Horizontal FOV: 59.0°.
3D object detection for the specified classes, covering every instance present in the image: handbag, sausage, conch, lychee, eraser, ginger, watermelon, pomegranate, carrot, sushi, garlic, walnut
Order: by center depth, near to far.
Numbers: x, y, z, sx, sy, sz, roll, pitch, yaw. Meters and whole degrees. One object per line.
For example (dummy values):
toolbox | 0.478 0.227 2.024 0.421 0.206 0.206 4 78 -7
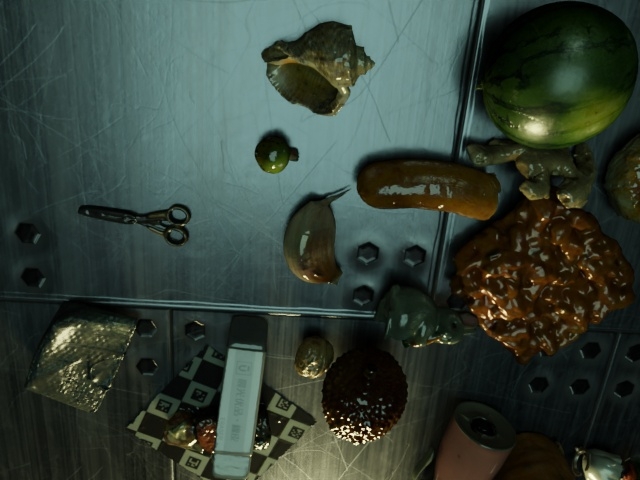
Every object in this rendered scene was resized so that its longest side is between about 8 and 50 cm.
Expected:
watermelon | 0.393 -0.273 0.945 0.242 0.242 0.243 -1 112 -2
conch | -0.008 -0.296 0.980 0.207 0.130 0.156 4 99 12
ginger | 0.401 -0.132 1.057 0.258 0.149 0.065 6 148 -8
pomegranate | -0.082 -0.165 1.064 0.084 0.073 0.073 -26 111 -10
sausage | 0.204 -0.100 1.079 0.270 0.109 0.109 5 111 -3
garlic | -0.008 -0.009 1.129 0.128 0.090 0.198 -1 106 -18
lychee | 0.091 0.322 1.192 0.200 0.200 0.238 -2 141 -1
handbag | -0.514 0.249 1.213 0.175 0.089 0.270 25 109 -19
eraser | -0.173 0.340 1.223 0.089 0.061 0.352 7 97 -3
walnut | -0.013 0.252 1.227 0.078 0.082 0.096 13 113 -37
carrot | 0.488 0.617 1.250 0.224 0.341 0.224 0 116 0
sushi | -0.229 0.450 1.302 0.339 0.069 0.320 41 105 -16

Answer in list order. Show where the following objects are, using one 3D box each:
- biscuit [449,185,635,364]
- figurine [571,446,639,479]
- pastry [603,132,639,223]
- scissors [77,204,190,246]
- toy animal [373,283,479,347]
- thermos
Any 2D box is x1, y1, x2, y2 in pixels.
biscuit | 0.445 0.074 1.152 0.312 0.110 0.318 -41 107 15
figurine | 0.684 0.554 1.352 0.153 0.132 0.132 23 110 2
pastry | 0.657 -0.119 1.091 0.192 0.093 0.182 3 114 -4
scissors | -0.372 -0.043 1.130 0.220 0.017 0.088 10 112 -5
toy animal | 0.236 0.168 1.183 0.236 0.108 0.138 9 111 -6
thermos | 0.319 0.519 1.311 0.176 0.146 0.265 16 114 -8
